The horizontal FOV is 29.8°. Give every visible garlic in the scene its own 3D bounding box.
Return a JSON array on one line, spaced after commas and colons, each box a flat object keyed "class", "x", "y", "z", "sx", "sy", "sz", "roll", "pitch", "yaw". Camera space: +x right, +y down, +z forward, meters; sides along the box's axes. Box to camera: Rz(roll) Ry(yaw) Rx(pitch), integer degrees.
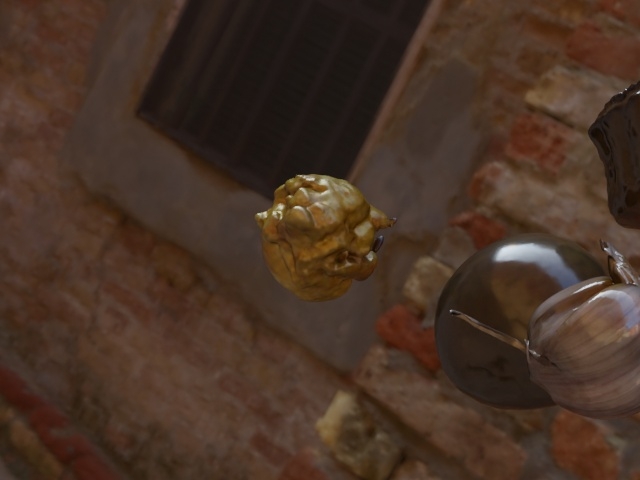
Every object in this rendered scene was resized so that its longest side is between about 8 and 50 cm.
[{"class": "garlic", "x": 0.299, "y": 0.085, "z": 1.407, "sx": 0.256, "sy": 0.207, "sz": 0.207, "roll": 27, "pitch": 6, "yaw": 18}]

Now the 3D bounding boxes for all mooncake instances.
[{"class": "mooncake", "x": 0.547, "y": -0.142, "z": 1.676, "sx": 0.324, "sy": 0.324, "sz": 0.187, "roll": 17, "pitch": 57, "yaw": -61}]

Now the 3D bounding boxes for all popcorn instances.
[{"class": "popcorn", "x": -0.001, "y": 0.001, "z": 1.982, "sx": 0.191, "sy": 0.190, "sz": 0.253, "roll": -2, "pitch": -23, "yaw": 43}]

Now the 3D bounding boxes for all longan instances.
[{"class": "longan", "x": 0.287, "y": 0.111, "z": 1.664, "sx": 0.258, "sy": 0.258, "sz": 0.258, "roll": 28, "pitch": 6, "yaw": -3}]
